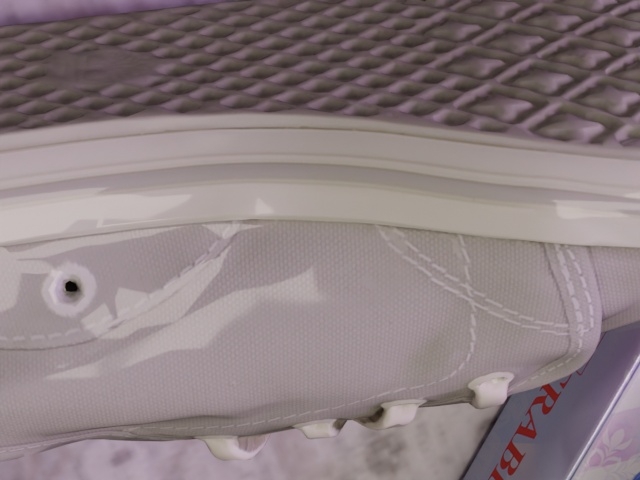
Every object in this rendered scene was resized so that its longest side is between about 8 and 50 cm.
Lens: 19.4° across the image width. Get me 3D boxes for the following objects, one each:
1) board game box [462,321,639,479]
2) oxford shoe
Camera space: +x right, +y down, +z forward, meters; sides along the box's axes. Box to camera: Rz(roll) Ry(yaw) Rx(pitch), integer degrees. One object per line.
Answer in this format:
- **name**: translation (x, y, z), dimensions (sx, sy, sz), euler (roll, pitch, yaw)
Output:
- **board game box**: translation (0.249, 0.058, 0.751), dimensions (0.318, 0.066, 0.318), euler (22, 105, -24)
- **oxford shoe**: translation (0.000, 0.000, 0.587), dimensions (0.449, 0.169, 0.130), euler (-6, 113, -4)
